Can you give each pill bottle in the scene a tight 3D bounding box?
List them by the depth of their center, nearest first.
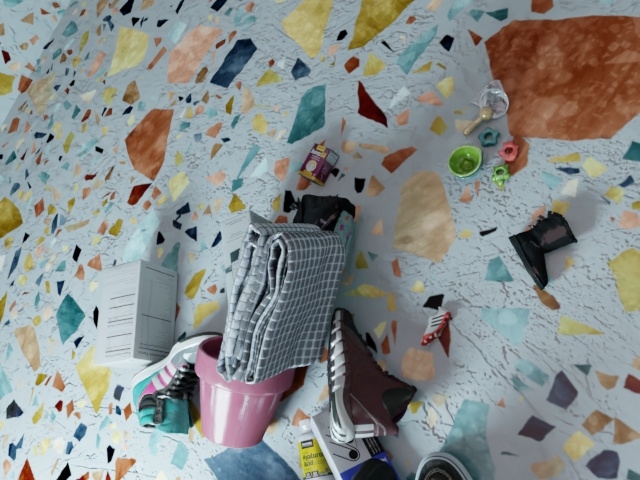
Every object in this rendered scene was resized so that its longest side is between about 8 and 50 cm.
[{"bbox_3d":[-0.010,0.406,1.055,0.065,0.065,0.116,-24,61,23],"label":"pill bottle"}]

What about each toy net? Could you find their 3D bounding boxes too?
[{"bbox_3d":[0.335,-0.225,1.083,0.122,0.045,0.232,8,77,34],"label":"toy net"}]

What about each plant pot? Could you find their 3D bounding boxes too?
[{"bbox_3d":[-0.165,0.312,1.119,0.201,0.201,0.180,16,97,35],"label":"plant pot"}]

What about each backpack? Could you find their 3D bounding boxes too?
[{"bbox_3d":[0.000,0.000,1.166,0.152,0.115,0.181,5,75,45],"label":"backpack"}]

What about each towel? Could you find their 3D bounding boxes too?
[{"bbox_3d":[-0.063,0.112,0.991,0.121,0.235,0.283,17,99,23],"label":"towel"}]

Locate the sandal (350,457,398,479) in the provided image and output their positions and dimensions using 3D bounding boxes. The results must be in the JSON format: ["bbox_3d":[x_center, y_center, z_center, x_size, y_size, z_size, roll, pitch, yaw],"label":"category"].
[{"bbox_3d":[0.075,0.560,0.821,0.107,0.168,0.445,7,85,40],"label":"sandal"}]

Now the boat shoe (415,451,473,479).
[{"bbox_3d":[0.202,0.509,0.852,0.121,0.119,0.335,-16,65,26],"label":"boat shoe"}]

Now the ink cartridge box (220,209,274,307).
[{"bbox_3d":[-0.135,0.060,1.205,0.087,0.153,0.208,-21,64,23],"label":"ink cartridge box"}]

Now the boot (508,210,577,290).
[{"bbox_3d":[0.400,0.015,0.959,0.099,0.045,0.121,-29,59,16],"label":"boot"}]

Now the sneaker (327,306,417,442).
[{"bbox_3d":[0.097,0.252,1.040,0.163,0.106,0.281,3,45,-3],"label":"sneaker"}]

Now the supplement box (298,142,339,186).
[{"bbox_3d":[-0.004,-0.177,1.276,0.055,0.043,0.083,27,87,37],"label":"supplement box"}]

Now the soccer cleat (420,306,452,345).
[{"bbox_3d":[0.213,0.162,1.030,0.083,0.029,0.036,-51,46,2],"label":"soccer cleat"}]

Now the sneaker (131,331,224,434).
[{"bbox_3d":[-0.316,0.341,1.228,0.296,0.124,0.178,-37,52,25],"label":"sneaker"}]

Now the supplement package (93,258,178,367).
[{"bbox_3d":[-0.457,0.190,1.364,0.134,0.139,0.244,-13,66,26],"label":"supplement package"}]

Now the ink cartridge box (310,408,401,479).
[{"bbox_3d":[0.069,0.400,0.991,0.097,0.046,0.207,-19,56,-20],"label":"ink cartridge box"}]
